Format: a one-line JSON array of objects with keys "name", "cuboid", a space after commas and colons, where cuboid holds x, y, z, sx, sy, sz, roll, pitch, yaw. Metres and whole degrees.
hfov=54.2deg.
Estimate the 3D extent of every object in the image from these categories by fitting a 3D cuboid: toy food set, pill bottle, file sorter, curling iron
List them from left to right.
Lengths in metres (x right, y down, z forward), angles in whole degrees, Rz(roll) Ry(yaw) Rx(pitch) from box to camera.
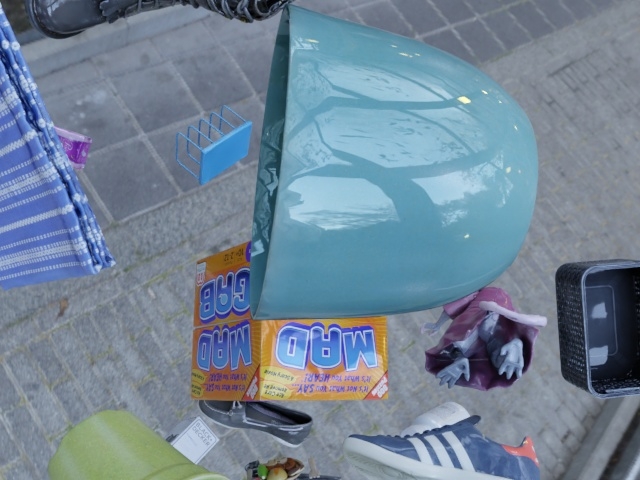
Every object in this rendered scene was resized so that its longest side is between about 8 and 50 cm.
[{"name": "file sorter", "cuboid": [-0.275, -0.248, 1.599, 0.104, 0.118, 0.170, 37, 54, 15]}, {"name": "toy food set", "cuboid": [-0.105, 0.603, 1.658, 0.191, 0.132, 0.039, -10, 97, -6]}, {"name": "curling iron", "cuboid": [-0.076, 0.654, 1.735, 0.273, 0.068, 0.035, 8, 43, 1]}, {"name": "pill bottle", "cuboid": [0.339, 0.572, 1.852, 0.229, 0.131, 0.131, -8, 65, -46]}]

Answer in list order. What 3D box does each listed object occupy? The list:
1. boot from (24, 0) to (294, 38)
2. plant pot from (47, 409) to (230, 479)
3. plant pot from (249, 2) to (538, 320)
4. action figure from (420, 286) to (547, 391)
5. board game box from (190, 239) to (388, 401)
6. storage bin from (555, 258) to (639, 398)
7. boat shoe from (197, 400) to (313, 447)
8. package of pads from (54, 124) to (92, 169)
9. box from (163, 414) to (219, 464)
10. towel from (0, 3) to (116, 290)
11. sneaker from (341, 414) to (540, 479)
[{"name": "boot", "cuboid": [-0.149, -0.272, 0.659, 0.229, 0.091, 0.263, 27, 55, 31]}, {"name": "plant pot", "cuboid": [-0.333, 0.441, 1.089, 0.276, 0.276, 0.253, -29, 47, -34]}, {"name": "plant pot", "cuboid": [0.062, -0.059, 0.611, 0.235, 0.293, 0.293, 6, 60, -9]}, {"name": "action figure", "cuboid": [0.356, 0.174, 1.393, 0.248, 0.276, 0.370, 18, 27, 14]}, {"name": "board game box", "cuboid": [-0.082, 0.214, 1.560, 0.356, 0.356, 0.357, 9, 74, -34]}, {"name": "storage bin", "cuboid": [0.411, 0.120, 0.882, 0.121, 0.084, 0.180, -4, 92, -4]}, {"name": "boat shoe", "cuboid": [-0.178, 0.485, 1.775, 0.335, 0.096, 0.112, 24, 27, -16]}, {"name": "package of pads", "cuboid": [-0.379, -0.139, 0.906, 0.083, 0.032, 0.050, 20, 96, 2]}, {"name": "box", "cuboid": [-0.412, 0.589, 1.613, 0.087, 0.169, 0.290, 50, 55, -5]}, {"name": "towel", "cuboid": [-0.345, -0.107, 0.628, 0.040, 0.243, 0.336, -33, 108, -46]}, {"name": "sneaker", "cuboid": [0.218, 0.382, 1.138, 0.349, 0.131, 0.148, 10, 52, 14]}]
